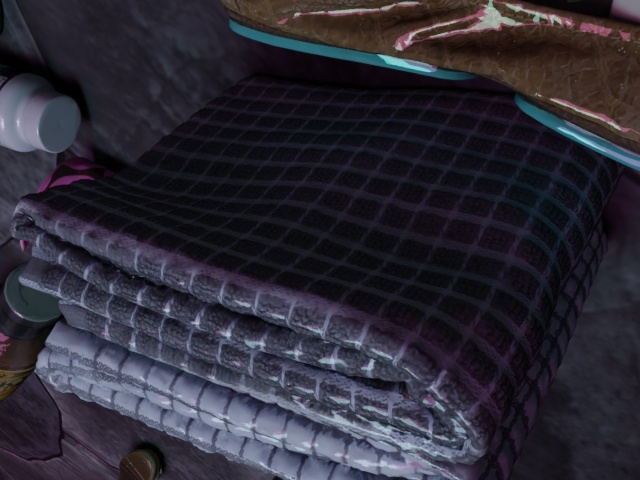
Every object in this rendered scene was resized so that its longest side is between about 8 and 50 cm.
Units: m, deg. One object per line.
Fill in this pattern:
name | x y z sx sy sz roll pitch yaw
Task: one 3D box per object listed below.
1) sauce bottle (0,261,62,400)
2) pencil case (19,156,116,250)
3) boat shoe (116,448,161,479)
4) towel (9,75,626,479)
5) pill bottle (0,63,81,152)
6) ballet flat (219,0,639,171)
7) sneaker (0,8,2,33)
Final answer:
sauce bottle | -0.385 0.116 0.951 0.111 0.111 0.344 43 142 -7
pencil case | -0.151 0.015 0.680 0.209 0.098 0.095 27 140 13
boat shoe | -0.257 0.335 1.129 0.056 0.048 0.153 42 136 15
towel | 0.000 0.000 0.440 0.283 0.235 0.121 14 132 26
pill bottle | -0.266 -0.114 0.665 0.120 0.067 0.067 19 138 22
ballet flat | 0.103 -0.117 0.363 0.342 0.116 0.124 25 121 22
sneaker | -0.413 -0.212 0.607 0.299 0.121 0.111 20 132 4
